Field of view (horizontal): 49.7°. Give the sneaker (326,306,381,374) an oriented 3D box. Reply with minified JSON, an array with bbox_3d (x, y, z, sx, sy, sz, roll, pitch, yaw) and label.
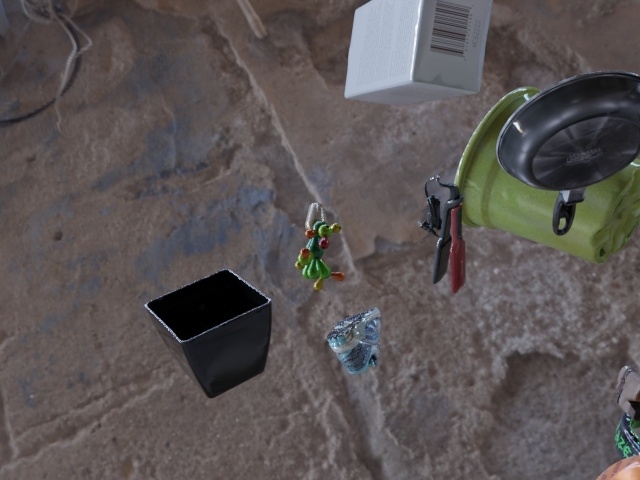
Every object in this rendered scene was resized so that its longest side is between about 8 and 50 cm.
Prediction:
[{"bbox_3d":[0.092,0.247,1.661,0.110,0.122,0.283,-23,0,19],"label":"sneaker"}]

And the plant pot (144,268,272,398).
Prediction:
[{"bbox_3d":[-0.202,0.189,1.341,0.187,0.188,0.167,-24,-61,-27],"label":"plant pot"}]

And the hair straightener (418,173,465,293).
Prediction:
[{"bbox_3d":[0.193,-0.016,1.141,0.047,0.089,0.231,-42,-42,-30],"label":"hair straightener"}]

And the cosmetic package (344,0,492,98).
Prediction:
[{"bbox_3d":[0.206,-0.443,1.585,0.161,0.453,0.230,6,-83,-17],"label":"cosmetic package"}]

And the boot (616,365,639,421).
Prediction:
[{"bbox_3d":[0.540,0.246,1.179,0.042,0.087,0.119,12,-60,-5],"label":"boot"}]

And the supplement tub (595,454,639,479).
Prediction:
[{"bbox_3d":[0.569,0.506,1.082,0.193,0.316,0.193,-35,8,6],"label":"supplement tub"}]

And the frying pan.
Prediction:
[{"bbox_3d":[0.304,-0.086,0.892,0.197,0.053,0.326,1,-35,-11],"label":"frying pan"}]

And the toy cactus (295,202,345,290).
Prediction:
[{"bbox_3d":[0.000,0.000,1.517,0.112,0.181,0.219,1,-29,0],"label":"toy cactus"}]

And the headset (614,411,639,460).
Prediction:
[{"bbox_3d":[0.761,0.395,1.287,0.393,0.243,0.185,13,-67,-2],"label":"headset"}]

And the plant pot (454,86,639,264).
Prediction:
[{"bbox_3d":[0.417,-0.093,1.198,0.276,0.253,0.276,-30,-42,-32],"label":"plant pot"}]
